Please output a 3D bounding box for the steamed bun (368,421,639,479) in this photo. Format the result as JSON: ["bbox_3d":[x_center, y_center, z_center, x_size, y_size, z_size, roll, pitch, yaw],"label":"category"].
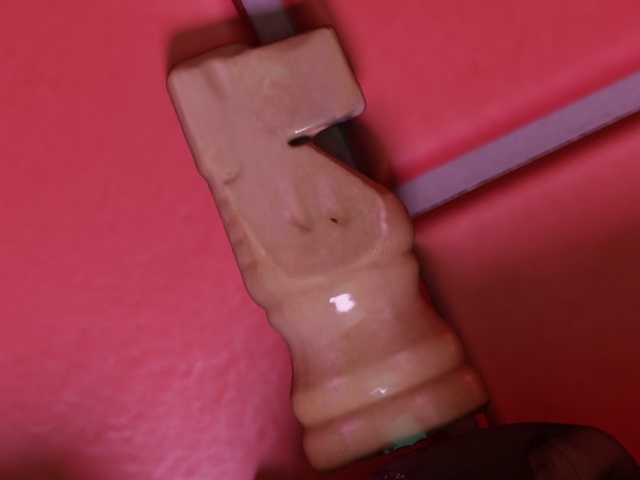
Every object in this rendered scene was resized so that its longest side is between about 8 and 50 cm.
[{"bbox_3d":[0.117,0.182,0.739,0.320,0.275,0.206,-15,98,-40],"label":"steamed bun"}]

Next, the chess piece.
[{"bbox_3d":[0.000,0.000,0.803,0.090,0.090,0.200,-23,87,-1],"label":"chess piece"}]
